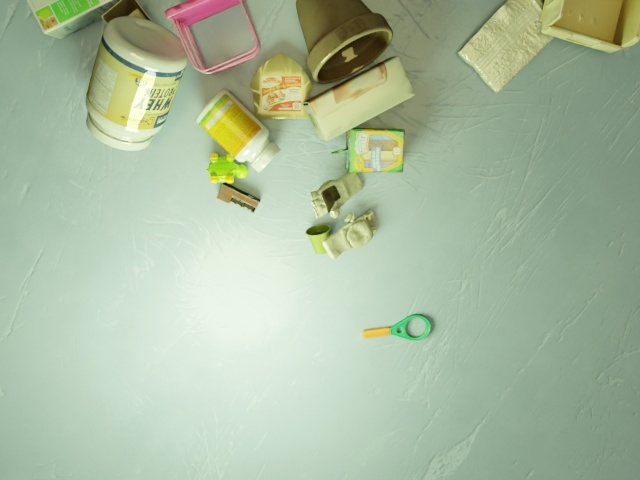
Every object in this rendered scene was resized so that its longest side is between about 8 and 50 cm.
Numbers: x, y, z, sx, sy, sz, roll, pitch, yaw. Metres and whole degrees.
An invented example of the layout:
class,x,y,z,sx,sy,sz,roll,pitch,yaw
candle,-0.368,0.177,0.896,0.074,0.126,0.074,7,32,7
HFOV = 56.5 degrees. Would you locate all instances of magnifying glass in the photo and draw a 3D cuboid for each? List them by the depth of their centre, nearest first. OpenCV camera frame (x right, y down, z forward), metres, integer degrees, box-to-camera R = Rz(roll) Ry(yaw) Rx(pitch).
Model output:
class,x,y,z,sx,sy,sz,roll,pitch,yaw
magnifying glass,0.259,0.304,2.022,0.230,0.026,0.092,-8,103,-3

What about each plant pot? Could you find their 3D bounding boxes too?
class,x,y,z,sx,sy,sz,roll,pitch,yaw
plant pot,0.042,-0.618,1.707,0.263,0.263,0.229,-29,85,4
plant pot,-0.548,-0.633,1.735,0.109,0.096,0.109,-36,101,5
plant pot,0.000,0.000,1.919,0.083,0.083,0.079,-13,116,0

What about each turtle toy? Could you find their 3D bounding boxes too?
class,x,y,z,sx,sy,sz,roll,pitch,yaw
turtle toy,-0.290,-0.219,1.855,0.130,0.066,0.095,0,79,-5

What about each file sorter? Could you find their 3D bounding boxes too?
class,x,y,z,sx,sy,sz,roll,pitch,yaw
file sorter,-0.280,-0.578,1.664,0.202,0.291,0.182,-22,105,2

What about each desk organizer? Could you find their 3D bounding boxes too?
class,x,y,z,sx,sy,sz,roll,pitch,yaw
desk organizer,-0.260,-0.132,1.887,0.130,0.047,0.050,26,102,-8

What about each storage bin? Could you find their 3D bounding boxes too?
class,x,y,z,sx,sy,sz,roll,pitch,yaw
storage bin,0.810,-0.718,1.744,0.262,0.123,0.261,12,94,-11

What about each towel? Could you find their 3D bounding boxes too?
class,x,y,z,sx,sy,sz,roll,pitch,yaw
towel,0.581,-0.614,1.819,0.187,0.049,0.282,42,98,-10

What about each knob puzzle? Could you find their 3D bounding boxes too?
class,x,y,z,sx,sy,sz,roll,pitch,yaw
knob puzzle,-0.120,-0.473,1.826,0.213,0.030,0.213,0,103,-2

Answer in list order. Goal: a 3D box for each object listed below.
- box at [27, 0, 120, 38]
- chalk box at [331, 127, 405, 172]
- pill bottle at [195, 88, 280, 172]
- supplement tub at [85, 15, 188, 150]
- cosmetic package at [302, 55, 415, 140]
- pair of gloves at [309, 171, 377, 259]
class,x,y,z,sx,sy,sz,roll,pitch,yaw
box,-0.723,-0.749,1.689,0.231,0.127,0.262,-23,102,4
chalk box,0.141,-0.280,1.829,0.212,0.132,0.132,1,103,-4
pill bottle,-0.243,-0.325,1.798,0.245,0.136,0.136,43,97,-10
supplement tub,-0.525,-0.434,1.673,0.228,0.228,0.316,27,126,-8
cosmetic package,0.109,-0.421,1.773,0.296,0.153,0.129,-28,104,-4
pair of gloves,0.078,-0.081,1.875,0.204,0.042,0.240,-27,105,-24
